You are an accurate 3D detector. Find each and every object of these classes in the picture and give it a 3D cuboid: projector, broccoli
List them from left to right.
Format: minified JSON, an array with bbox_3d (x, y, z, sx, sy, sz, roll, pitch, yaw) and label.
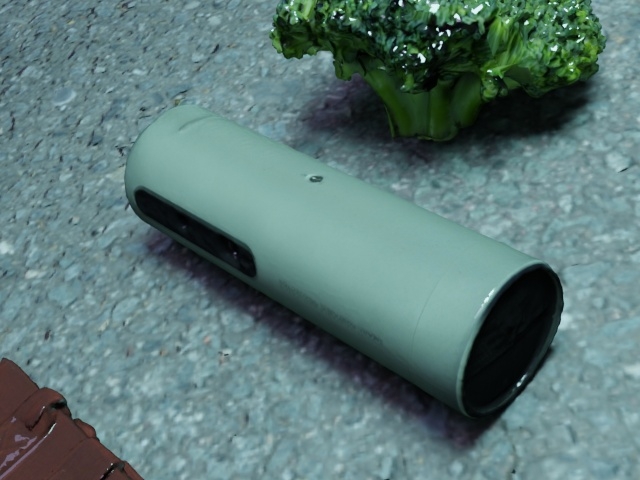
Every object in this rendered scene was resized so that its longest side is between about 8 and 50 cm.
[{"bbox_3d":[0.000,0.000,0.656,0.337,0.108,0.108,27,64,37],"label":"projector"},{"bbox_3d":[0.088,-0.168,0.727,0.226,0.176,0.198,-34,28,2],"label":"broccoli"}]

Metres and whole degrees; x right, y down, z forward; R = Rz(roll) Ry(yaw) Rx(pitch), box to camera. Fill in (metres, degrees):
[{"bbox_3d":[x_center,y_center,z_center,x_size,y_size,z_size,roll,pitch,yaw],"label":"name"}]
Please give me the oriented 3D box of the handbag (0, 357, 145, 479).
[{"bbox_3d":[-0.215,0.229,0.550,0.260,0.084,0.275,27,63,38],"label":"handbag"}]
